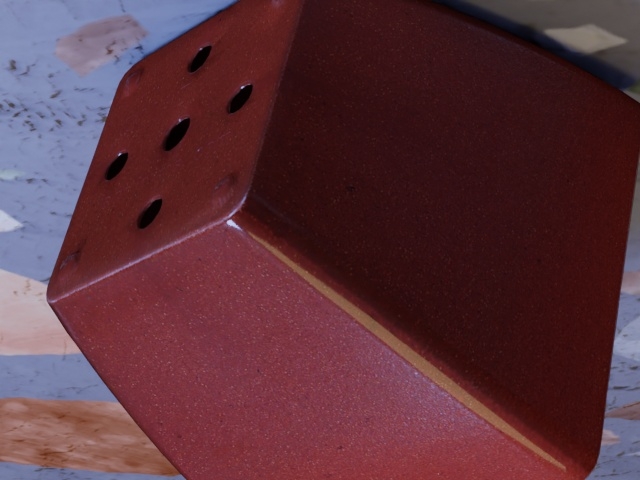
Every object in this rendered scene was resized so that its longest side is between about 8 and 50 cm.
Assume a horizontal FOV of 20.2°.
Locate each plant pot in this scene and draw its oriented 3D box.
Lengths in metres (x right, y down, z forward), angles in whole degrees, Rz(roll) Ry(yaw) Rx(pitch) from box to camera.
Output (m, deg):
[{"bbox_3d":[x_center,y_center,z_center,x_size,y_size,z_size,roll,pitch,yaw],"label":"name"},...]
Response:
[{"bbox_3d":[0.000,0.000,1.055,0.235,0.267,0.267,35,141,-29],"label":"plant pot"}]
